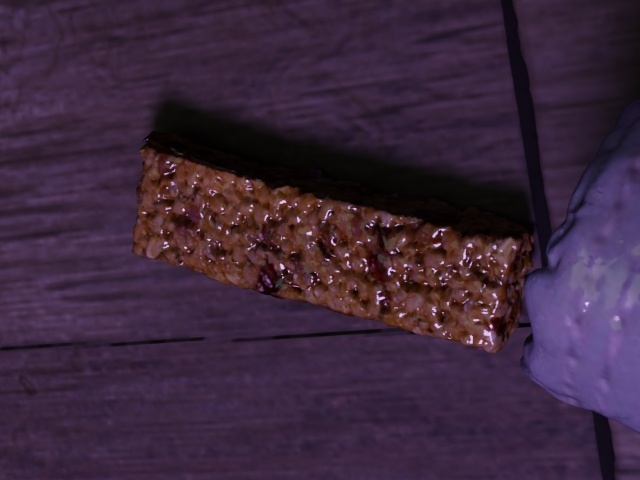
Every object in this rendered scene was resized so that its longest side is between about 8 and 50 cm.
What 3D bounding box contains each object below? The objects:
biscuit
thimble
[{"bbox_3d":[0.000,0.000,0.760,0.199,0.034,0.064,16,110,25],"label":"biscuit"},{"bbox_3d":[0.150,0.014,0.614,0.118,0.151,0.127,24,100,20],"label":"thimble"}]
